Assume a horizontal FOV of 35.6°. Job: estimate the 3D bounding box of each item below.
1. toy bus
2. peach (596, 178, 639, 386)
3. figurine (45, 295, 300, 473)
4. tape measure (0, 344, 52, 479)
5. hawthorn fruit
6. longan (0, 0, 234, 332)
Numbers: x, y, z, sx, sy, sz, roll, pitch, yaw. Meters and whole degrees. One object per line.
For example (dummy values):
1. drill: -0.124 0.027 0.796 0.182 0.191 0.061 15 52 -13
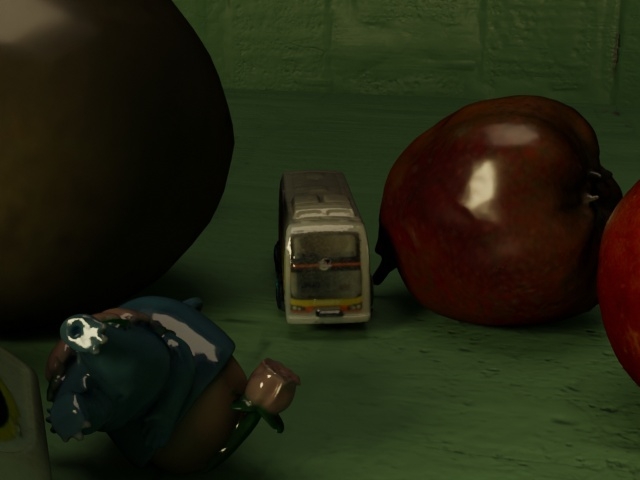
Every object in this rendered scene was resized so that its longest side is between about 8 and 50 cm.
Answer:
1. toy bus: 0.000 0.000 0.966 0.092 0.106 0.268 -1 15 -3
2. peach: 0.308 0.037 0.684 0.243 0.200 0.244 7 49 -9
3. figurine: -0.095 0.094 0.597 0.144 0.114 0.178 26 -2 15
4. tape measure: -0.245 0.081 0.513 0.207 0.115 0.235 43 -1 -23
5. hawthorn fruit: 0.142 -0.013 0.899 0.248 0.208 0.208 -19 4 31
6. longan: -0.266 -0.089 0.865 0.404 0.336 0.404 -21 -5 -2
